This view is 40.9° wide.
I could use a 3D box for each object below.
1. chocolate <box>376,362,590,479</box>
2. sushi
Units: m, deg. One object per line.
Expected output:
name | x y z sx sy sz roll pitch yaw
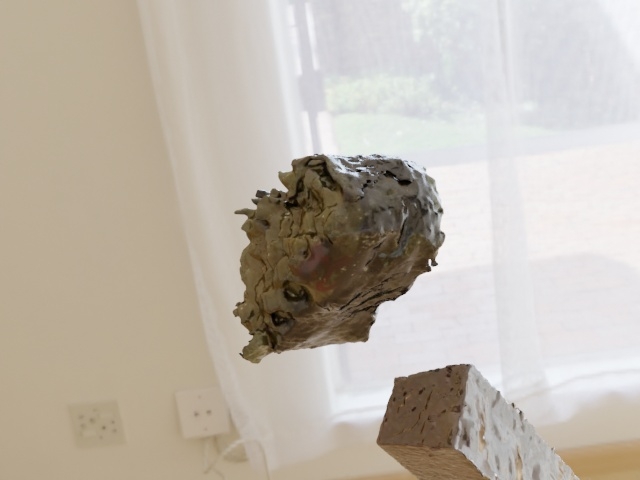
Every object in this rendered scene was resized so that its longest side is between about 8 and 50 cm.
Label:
chocolate | 0.189 0.260 0.950 0.112 0.321 0.112 -12 46 38
sushi | 0.000 0.000 0.705 0.115 0.147 0.212 3 -29 -29
